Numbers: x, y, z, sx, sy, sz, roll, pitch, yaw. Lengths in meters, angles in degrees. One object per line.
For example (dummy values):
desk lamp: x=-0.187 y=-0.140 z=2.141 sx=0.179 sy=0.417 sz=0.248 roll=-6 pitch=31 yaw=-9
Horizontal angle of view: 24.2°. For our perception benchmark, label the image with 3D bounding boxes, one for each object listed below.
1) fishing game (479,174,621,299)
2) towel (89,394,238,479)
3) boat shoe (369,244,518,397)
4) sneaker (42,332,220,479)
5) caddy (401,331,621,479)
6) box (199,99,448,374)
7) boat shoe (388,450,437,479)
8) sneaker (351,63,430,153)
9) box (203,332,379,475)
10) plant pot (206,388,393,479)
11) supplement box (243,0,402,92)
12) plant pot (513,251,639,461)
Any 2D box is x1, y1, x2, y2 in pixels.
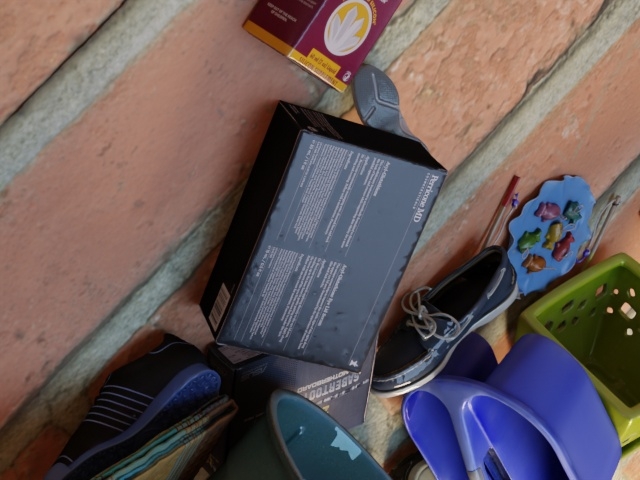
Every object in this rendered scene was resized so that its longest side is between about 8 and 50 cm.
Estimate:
fishing game: x=0.320 y=-0.001 z=2.072 sx=0.264 sy=0.041 sz=0.189 roll=12 pitch=108 yaw=-48
towel: x=-0.257 y=0.317 z=1.584 sx=0.370 sy=0.040 sz=0.271 roll=-30 pitch=159 yaw=-48
boat shoe: x=0.154 y=0.103 z=1.936 sx=0.254 sy=0.095 sz=0.079 roll=-35 pitch=137 yaw=-13
sneaker: x=-0.220 y=0.198 z=1.646 sx=0.232 sy=0.090 sz=0.081 roll=-38 pitch=139 yaw=-11
caddy: x=0.253 y=0.279 z=2.011 sx=0.179 sy=0.241 sz=0.341 roll=-54 pitch=128 yaw=-35
box: x=0.000 y=0.000 z=1.660 sx=0.184 sy=0.103 sz=0.261 roll=16 pitch=109 yaw=-22
boat shoe: x=0.194 y=0.318 z=2.168 sx=0.228 sy=0.069 sz=0.081 roll=-13 pitch=98 yaw=-40
sneaker: x=0.070 y=-0.137 z=1.713 sx=0.054 sy=0.061 sz=0.152 roll=-35 pitch=119 yaw=-10
box: x=-0.037 y=0.180 z=1.836 sx=0.233 sy=0.059 sz=0.183 roll=-18 pitch=131 yaw=-35
plant pot: x=-0.066 y=0.403 z=1.691 sx=0.334 sy=0.341 sz=0.341 roll=-40 pitch=142 yaw=10
supplement box: x=0.022 y=-0.263 z=1.543 sx=0.104 sy=0.081 sz=0.188 roll=28 pitch=97 yaw=-51
plant pot: x=0.414 y=0.192 z=2.161 sx=0.227 sy=0.228 sz=0.207 roll=-27 pitch=148 yaw=-30
